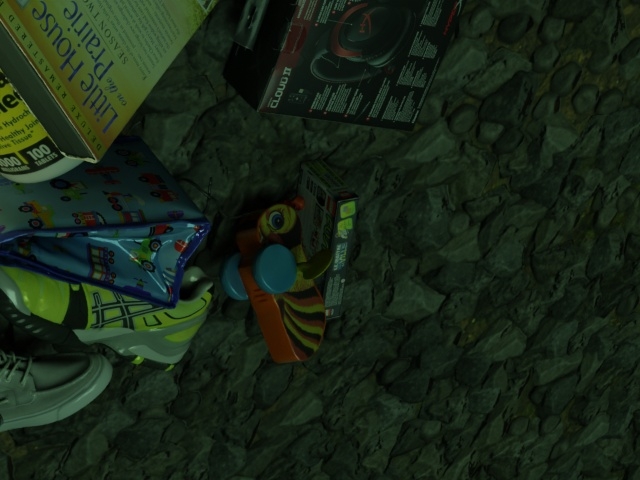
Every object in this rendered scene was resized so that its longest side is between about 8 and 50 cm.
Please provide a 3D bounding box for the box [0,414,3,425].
[{"bbox_3d":[-0.716,0.236,1.579,0.471,0.297,0.480,-50,134,10],"label":"box"}]

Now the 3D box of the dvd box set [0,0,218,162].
[{"bbox_3d":[-0.218,-0.339,1.516,0.420,0.062,0.307,-59,140,-27],"label":"dvd box set"}]

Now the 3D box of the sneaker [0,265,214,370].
[{"bbox_3d":[-0.299,0.058,1.850,0.385,0.145,0.147,20,109,-53],"label":"sneaker"}]

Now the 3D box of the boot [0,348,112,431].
[{"bbox_3d":[-0.415,0.183,1.846,0.258,0.095,0.123,-20,131,10],"label":"boot"}]

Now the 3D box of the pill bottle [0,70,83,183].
[{"bbox_3d":[-0.380,-0.228,1.540,0.188,0.188,0.334,-41,135,-2],"label":"pill bottle"}]

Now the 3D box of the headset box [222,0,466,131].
[{"bbox_3d":[0.022,-0.274,1.834,0.293,0.110,0.218,3,119,-36],"label":"headset box"}]

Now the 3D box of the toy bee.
[{"bbox_3d":[-0.058,0.014,1.962,0.162,0.195,0.298,-40,129,-38],"label":"toy bee"}]

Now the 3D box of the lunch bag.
[{"bbox_3d":[-0.321,-0.039,1.696,0.293,0.221,0.138,7,117,-38],"label":"lunch bag"}]

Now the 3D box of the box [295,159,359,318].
[{"bbox_3d":[0.000,0.000,2.020,0.036,0.114,0.207,-11,128,-28],"label":"box"}]
